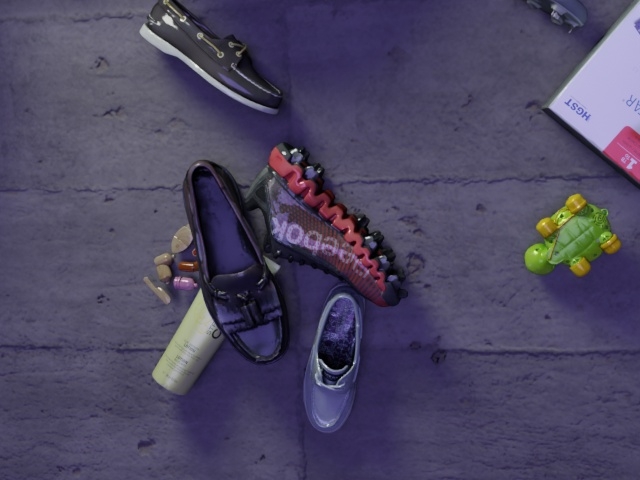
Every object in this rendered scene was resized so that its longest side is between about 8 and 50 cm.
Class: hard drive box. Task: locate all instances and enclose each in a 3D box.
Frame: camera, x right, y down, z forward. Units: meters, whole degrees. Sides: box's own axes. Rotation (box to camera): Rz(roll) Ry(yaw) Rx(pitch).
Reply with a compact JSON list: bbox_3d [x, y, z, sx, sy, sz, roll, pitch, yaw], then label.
[{"bbox_3d":[0.432,-0.204,1.044,0.181,0.089,0.232,39,102,2],"label":"hard drive box"}]

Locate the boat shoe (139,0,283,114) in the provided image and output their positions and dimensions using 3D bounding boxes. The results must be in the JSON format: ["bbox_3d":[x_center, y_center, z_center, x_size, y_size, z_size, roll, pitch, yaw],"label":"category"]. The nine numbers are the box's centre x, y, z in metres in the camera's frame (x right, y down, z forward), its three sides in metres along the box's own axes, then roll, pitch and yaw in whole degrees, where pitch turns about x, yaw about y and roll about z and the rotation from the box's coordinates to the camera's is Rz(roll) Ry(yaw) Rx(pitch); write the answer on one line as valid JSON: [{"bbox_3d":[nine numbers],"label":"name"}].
[{"bbox_3d":[-0.142,-0.256,1.123,0.228,0.081,0.068,34,106,5],"label":"boat shoe"}]

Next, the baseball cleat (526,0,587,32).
[{"bbox_3d":[0.278,-0.366,1.051,0.206,0.072,0.109,36,95,-2],"label":"baseball cleat"}]

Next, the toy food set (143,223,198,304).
[{"bbox_3d":[-0.200,0.033,1.203,0.078,0.019,0.122,44,95,14],"label":"toy food set"}]

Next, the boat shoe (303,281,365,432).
[{"bbox_3d":[0.016,0.174,1.164,0.079,0.081,0.227,10,99,7],"label":"boat shoe"}]

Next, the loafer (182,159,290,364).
[{"bbox_3d":[-0.126,0.031,1.129,0.109,0.095,0.302,-20,84,-2],"label":"loafer"}]

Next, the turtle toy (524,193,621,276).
[{"bbox_3d":[0.333,0.000,1.099,0.130,0.066,0.095,-40,91,12],"label":"turtle toy"}]

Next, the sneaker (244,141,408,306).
[{"bbox_3d":[0.000,0.000,1.133,0.135,0.097,0.276,-42,89,12],"label":"sneaker"}]

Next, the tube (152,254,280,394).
[{"bbox_3d":[-0.161,0.112,1.195,0.070,0.062,0.240,30,95,-38],"label":"tube"}]
